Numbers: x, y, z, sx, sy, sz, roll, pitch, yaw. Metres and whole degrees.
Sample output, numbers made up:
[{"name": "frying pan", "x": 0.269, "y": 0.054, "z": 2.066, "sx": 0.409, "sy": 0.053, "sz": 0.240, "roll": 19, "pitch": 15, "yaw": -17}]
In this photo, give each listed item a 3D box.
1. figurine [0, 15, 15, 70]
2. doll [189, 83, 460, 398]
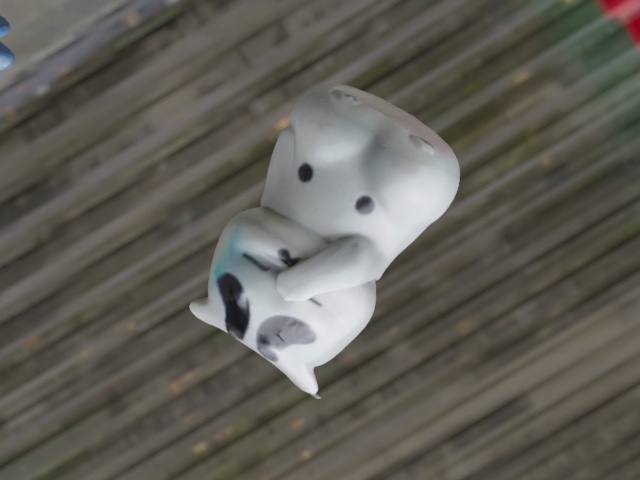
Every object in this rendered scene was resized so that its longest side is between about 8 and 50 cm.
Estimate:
[{"name": "figurine", "x": -0.271, "y": -0.044, "z": 0.831, "sx": 0.243, "sy": 0.298, "sz": 0.416, "roll": -67, "pitch": -167, "yaw": -13}, {"name": "doll", "x": 0.003, "y": -0.006, "z": 1.178, "sx": 0.180, "sy": 0.110, "sz": 0.107, "roll": -56, "pitch": 169, "yaw": 1}]
